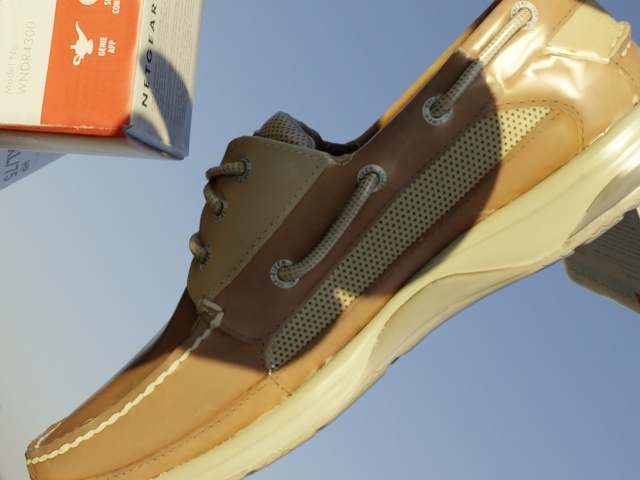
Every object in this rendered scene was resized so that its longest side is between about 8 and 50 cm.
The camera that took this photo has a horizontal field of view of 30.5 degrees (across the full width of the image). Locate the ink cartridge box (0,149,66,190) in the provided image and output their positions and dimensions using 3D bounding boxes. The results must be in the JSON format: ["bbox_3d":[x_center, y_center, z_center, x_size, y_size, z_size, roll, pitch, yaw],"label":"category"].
[{"bbox_3d":[-0.355,-0.137,0.978,0.197,0.270,0.198,48,-30,11],"label":"ink cartridge box"}]

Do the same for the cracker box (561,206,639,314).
[{"bbox_3d":[0.240,-0.046,0.978,0.156,0.067,0.232,31,-26,58],"label":"cracker box"}]

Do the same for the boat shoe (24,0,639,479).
[{"bbox_3d":[0.000,0.000,0.511,0.116,0.324,0.123,54,1,-8],"label":"boat shoe"}]

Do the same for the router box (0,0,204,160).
[{"bbox_3d":[-0.204,-0.217,0.607,0.082,0.301,0.335,23,72,-75],"label":"router box"}]
